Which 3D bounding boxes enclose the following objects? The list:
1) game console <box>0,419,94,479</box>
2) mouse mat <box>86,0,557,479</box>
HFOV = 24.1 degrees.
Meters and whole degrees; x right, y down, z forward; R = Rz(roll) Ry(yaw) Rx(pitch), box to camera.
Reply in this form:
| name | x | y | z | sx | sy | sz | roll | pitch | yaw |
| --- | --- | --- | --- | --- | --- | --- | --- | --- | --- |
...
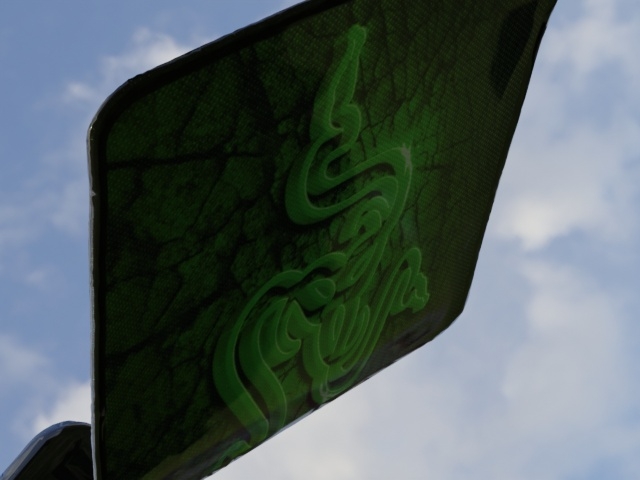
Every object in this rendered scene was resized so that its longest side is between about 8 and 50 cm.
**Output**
| name | x | y | z | sx | sy | sz | roll | pitch | yaw |
| --- | --- | --- | --- | --- | --- | --- | --- | --- | --- |
| game console | -0.066 | 0.265 | 0.682 | 0.293 | 0.173 | 0.250 | 53 | -122 | -23 |
| mouse mat | 0.000 | 0.000 | 0.421 | 0.153 | 0.007 | 0.189 | -29 | -30 | -28 |
